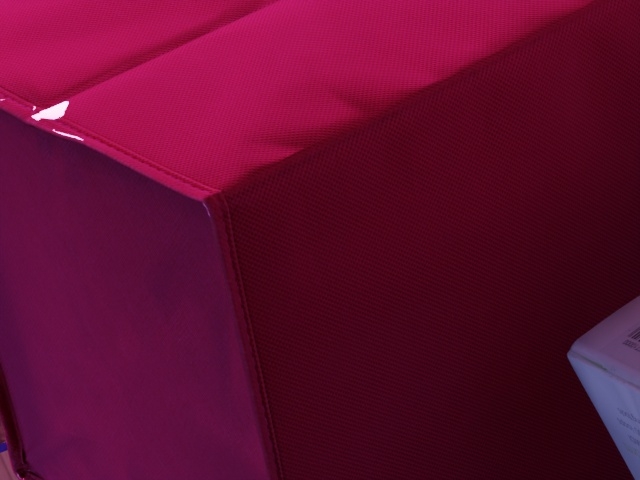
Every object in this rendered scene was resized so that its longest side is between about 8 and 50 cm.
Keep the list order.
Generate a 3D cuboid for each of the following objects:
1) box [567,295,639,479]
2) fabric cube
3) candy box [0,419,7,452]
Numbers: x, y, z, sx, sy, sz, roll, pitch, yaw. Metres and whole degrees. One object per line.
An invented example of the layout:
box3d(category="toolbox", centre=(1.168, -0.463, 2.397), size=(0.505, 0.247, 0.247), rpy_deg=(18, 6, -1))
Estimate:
box3d(category="box", centre=(0.220, 0.176, 0.580), size=(0.322, 0.058, 0.232), rpy_deg=(58, 171, -17))
box3d(category="fabric cube", centre=(0.000, 0.000, 0.778), size=(0.259, 0.258, 0.254), rpy_deg=(27, 138, 45))
box3d(category="candy box", centre=(-0.282, 0.046, 1.610), size=(0.122, 0.317, 0.268), rpy_deg=(39, 145, 55))
